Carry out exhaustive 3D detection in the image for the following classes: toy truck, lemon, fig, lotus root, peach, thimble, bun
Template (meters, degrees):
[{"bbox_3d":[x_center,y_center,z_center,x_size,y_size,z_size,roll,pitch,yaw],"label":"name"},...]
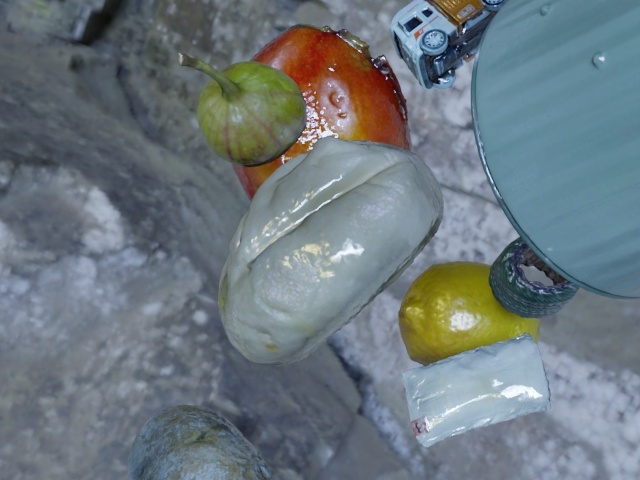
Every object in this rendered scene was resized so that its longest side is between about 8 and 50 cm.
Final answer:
[{"bbox_3d":[0.277,-0.442,1.964,0.162,0.305,0.136,50,-6,30],"label":"toy truck"},{"bbox_3d":[0.274,0.151,1.878,0.288,0.233,0.233,9,24,-19],"label":"lemon"},{"bbox_3d":[-0.072,-0.098,0.802,0.093,0.093,0.166,30,18,14],"label":"fig"},{"bbox_3d":[-0.155,0.308,1.270,0.175,0.174,0.349,12,14,-31],"label":"lotus root"},{"bbox_3d":[-0.006,-0.213,1.994,0.339,0.416,0.353,-9,-6,44],"label":"peach"},{"bbox_3d":[0.346,0.059,1.630,0.135,0.118,0.090,19,-25,-1],"label":"thimble"},{"bbox_3d":[0.000,0.000,1.361,0.219,0.365,0.365,44,22,3],"label":"bun"}]

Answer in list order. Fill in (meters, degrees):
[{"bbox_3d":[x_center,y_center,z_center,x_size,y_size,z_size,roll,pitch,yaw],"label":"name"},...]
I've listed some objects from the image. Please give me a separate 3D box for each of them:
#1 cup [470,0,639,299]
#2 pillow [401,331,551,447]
[{"bbox_3d":[0.361,-0.176,0.841,0.310,0.400,0.392,25,-26,-24],"label":"cup"},{"bbox_3d":[0.247,0.237,1.610,0.051,0.229,0.128,52,20,-67],"label":"pillow"}]
